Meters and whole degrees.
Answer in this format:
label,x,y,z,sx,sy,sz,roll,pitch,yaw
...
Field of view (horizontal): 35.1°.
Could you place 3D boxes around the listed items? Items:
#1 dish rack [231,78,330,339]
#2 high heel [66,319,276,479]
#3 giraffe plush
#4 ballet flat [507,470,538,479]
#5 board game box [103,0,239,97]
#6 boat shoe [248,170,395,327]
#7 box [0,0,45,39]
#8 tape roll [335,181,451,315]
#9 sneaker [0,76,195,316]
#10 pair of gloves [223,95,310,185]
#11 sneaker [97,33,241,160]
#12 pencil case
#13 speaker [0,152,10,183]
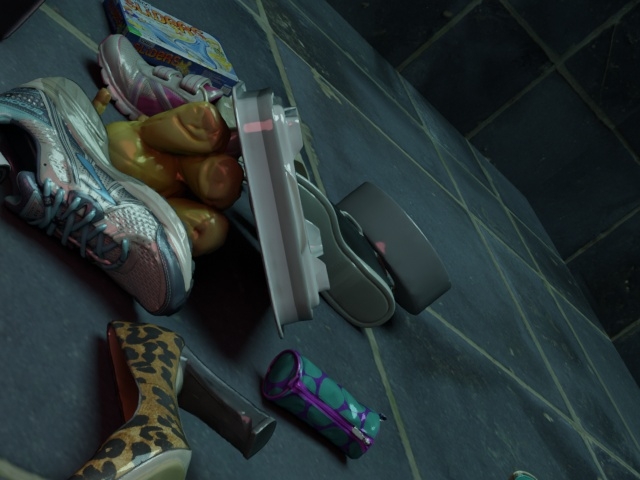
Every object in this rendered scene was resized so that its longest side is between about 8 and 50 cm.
label,x,y,z,sx,sy,sz,roll,pitch,yaw
dish rack,-0.044,-0.053,1.214,0.333,0.073,0.285,-99,180,-79
high heel,-0.178,0.147,0.832,0.186,0.093,0.261,33,24,22
giraffe plush,-0.180,-0.076,1.148,0.210,0.181,0.170,17,5,6
ballet flat,0.328,0.404,1.551,0.168,0.057,0.052,46,-10,-24
board game box,-0.230,-0.305,1.564,0.201,0.035,0.136,20,30,-38
boat shoe,0.000,0.000,1.468,0.302,0.114,0.091,55,15,-25
box,-0.435,-0.485,1.209,0.395,0.212,0.293,42,19,-21
tape roll,0.111,0.013,1.616,0.219,0.072,0.219,51,-7,9
sneaker,-0.241,-0.030,0.991,0.283,0.110,0.122,51,35,9
pair of gloves,-0.104,-0.140,1.595,0.240,0.042,0.204,22,38,-46
sneaker,-0.190,-0.188,1.364,0.252,0.111,0.103,47,18,-8
pencil case,0.003,0.187,1.156,0.152,0.064,0.070,40,-4,-28
speaker,-0.343,-0.105,0.923,0.136,0.055,0.055,52,18,7
